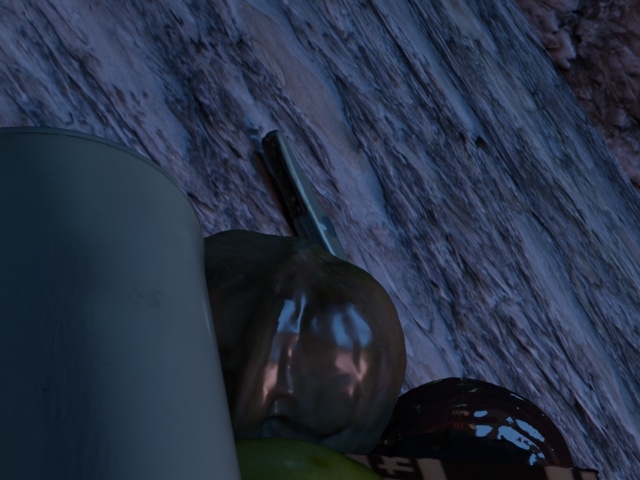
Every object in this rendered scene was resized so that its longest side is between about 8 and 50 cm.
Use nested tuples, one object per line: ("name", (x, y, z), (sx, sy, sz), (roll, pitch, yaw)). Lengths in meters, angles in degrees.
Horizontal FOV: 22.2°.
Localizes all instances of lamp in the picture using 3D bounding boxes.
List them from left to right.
("lamp", (0.147, 0.260, 1.670), (0.247, 0.247, 0.247), (42, 29, -30))

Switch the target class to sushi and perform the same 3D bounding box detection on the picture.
("sushi", (0.151, 0.263, 1.437), (0.373, 0.296, 0.100), (65, 36, -40))

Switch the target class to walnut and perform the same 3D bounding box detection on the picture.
("walnut", (-0.047, 0.105, 1.467), (0.248, 0.248, 0.248), (42, 29, -30))

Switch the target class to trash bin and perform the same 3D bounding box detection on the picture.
("trash bin", (-0.191, 0.126, 1.102), (0.280, 0.280, 0.432), (34, 26, -40))

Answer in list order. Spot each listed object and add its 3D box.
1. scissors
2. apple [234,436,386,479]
("scissors", (0.000, 0.000, 1.925), (0.138, 0.041, 0.289), (-6, 70, -64))
("apple", (-0.040, 0.293, 1.259), (0.292, 0.254, 0.292), (44, 23, -24))
